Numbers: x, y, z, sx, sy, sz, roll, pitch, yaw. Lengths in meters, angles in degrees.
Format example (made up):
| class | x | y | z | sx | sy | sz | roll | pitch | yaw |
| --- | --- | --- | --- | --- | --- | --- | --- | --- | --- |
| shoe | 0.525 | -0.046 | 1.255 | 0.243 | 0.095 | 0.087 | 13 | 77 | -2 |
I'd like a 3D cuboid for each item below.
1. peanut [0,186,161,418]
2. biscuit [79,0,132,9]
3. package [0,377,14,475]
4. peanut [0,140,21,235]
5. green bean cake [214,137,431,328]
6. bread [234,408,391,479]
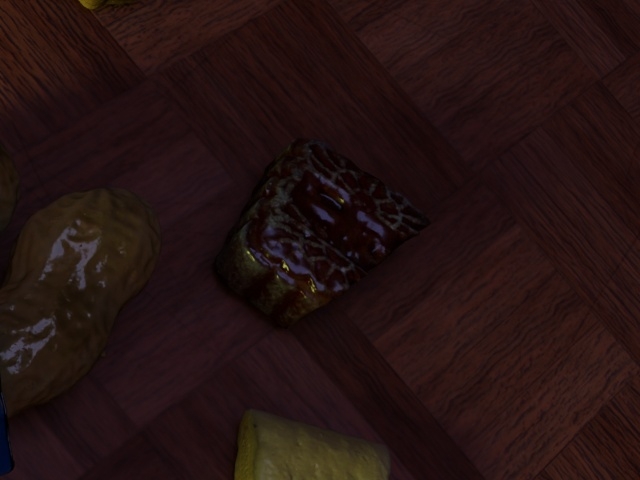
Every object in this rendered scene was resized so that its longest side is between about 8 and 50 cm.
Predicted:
| class | x | y | z | sx | sy | sz | roll | pitch | yaw |
| --- | --- | --- | --- | --- | --- | --- | --- | --- | --- |
| peanut | -0.273 | 0.060 | 1.840 | 0.149 | 0.149 | 0.313 | 35 | 54 | -9 |
| biscuit | -0.274 | -0.387 | 2.196 | 0.184 | 0.035 | 0.248 | 8 | 58 | -28 |
| package | -0.386 | 0.165 | 1.708 | 0.173 | 0.027 | 0.171 | -14 | 63 | 4 |
| peanut | -0.392 | -0.051 | 1.853 | 0.159 | 0.109 | 0.140 | -27 | 67 | -30 |
| green bean cake | 0.000 | 0.000 | 2.081 | 0.198 | 0.097 | 0.232 | 38 | 47 | -6 |
| bread | -0.006 | 0.262 | 1.931 | 0.178 | 0.060 | 0.139 | 16 | 54 | -24 |
